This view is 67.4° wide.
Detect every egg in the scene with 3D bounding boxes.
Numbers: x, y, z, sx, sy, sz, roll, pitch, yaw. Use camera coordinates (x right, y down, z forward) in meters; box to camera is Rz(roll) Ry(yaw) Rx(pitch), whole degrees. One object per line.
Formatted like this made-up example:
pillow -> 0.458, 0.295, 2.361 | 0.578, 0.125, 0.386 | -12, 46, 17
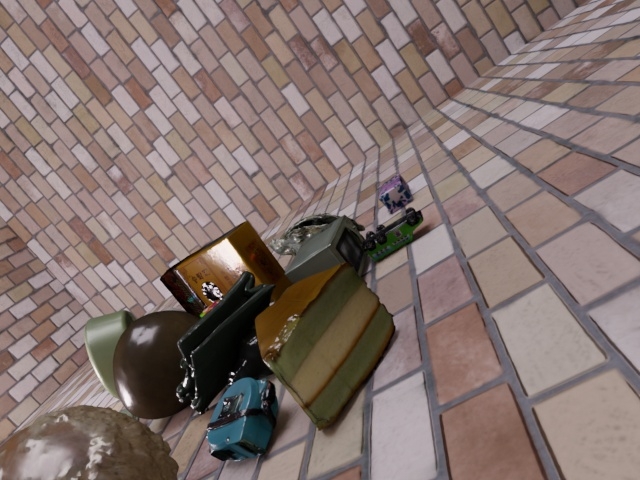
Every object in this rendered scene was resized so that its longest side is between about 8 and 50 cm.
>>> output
egg -> -0.359, 0.379, 0.697 | 0.310, 0.279, 0.279 | -7, 23, 21

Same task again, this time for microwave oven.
microwave oven -> 0.026, 0.052, 1.188 | 0.163, 0.129, 0.205 | -34, 11, 24

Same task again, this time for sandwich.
sandwich -> -0.025, 0.176, 0.791 | 0.198, 0.155, 0.227 | -27, 15, 50

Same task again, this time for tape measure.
tape measure -> -0.126, 0.294, 0.797 | 0.146, 0.081, 0.125 | -32, 29, 37

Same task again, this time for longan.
longan -> -0.380, 0.300, 1.180 | 0.258, 0.258, 0.258 | -36, 11, 8

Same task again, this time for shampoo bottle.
shampoo bottle -> -0.102, 0.209, 1.017 | 0.101, 0.101, 0.284 | -24, 18, 50

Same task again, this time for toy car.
toy car -> 0.178, -0.015, 1.157 | 0.165, 0.062, 0.071 | -32, 13, 17

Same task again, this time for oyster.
oyster -> 0.000, 0.000, 1.377 | 0.267, 0.198, 0.112 | -18, 58, 44

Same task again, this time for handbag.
handbag -> -0.207, 0.222, 1.044 | 0.260, 0.079, 0.248 | -48, -21, -42

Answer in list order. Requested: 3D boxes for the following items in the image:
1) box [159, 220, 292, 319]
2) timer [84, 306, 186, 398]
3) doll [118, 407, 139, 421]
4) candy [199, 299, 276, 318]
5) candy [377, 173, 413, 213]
box -> -0.310, 0.135, 1.547 | 0.415, 0.264, 0.116 | -25, 17, 39
timer -> -0.582, 0.339, 1.636 | 0.315, 0.291, 0.291 | -23, 9, -12
doll -> -0.516, 0.488, 1.234 | 0.103, 0.071, 0.214 | -36, 15, 10
candy -> -0.187, 0.198, 1.380 | 0.365, 0.124, 0.124 | -21, 18, 28
candy -> 0.231, -0.149, 1.509 | 0.092, 0.073, 0.160 | -36, 11, 16
